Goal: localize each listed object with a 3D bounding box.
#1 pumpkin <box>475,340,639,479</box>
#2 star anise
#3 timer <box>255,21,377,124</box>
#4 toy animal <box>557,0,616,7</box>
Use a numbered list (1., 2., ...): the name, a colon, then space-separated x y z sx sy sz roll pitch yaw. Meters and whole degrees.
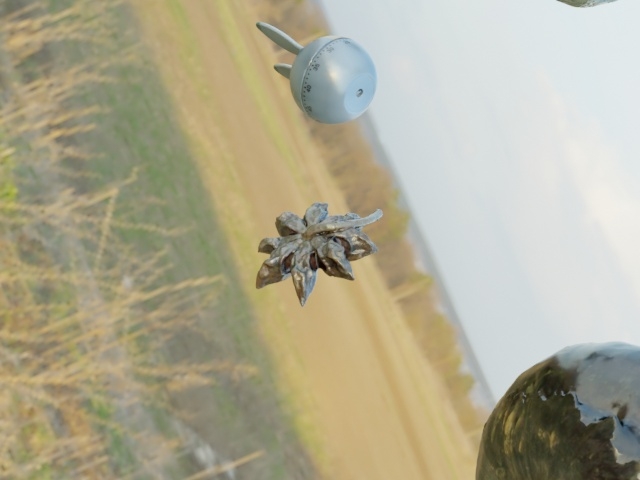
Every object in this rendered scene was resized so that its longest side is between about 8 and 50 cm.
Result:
1. pumpkin: 0.427 0.363 1.732 0.454 0.344 0.454 19 -65 49
2. star anise: 0.000 0.000 2.079 0.230 0.262 0.081 35 -29 49
3. timer: 0.006 -0.317 2.242 0.255 0.175 0.175 61 0 44
4. toy animal: 0.380 -0.423 1.981 0.253 0.070 0.079 12 47 -26
